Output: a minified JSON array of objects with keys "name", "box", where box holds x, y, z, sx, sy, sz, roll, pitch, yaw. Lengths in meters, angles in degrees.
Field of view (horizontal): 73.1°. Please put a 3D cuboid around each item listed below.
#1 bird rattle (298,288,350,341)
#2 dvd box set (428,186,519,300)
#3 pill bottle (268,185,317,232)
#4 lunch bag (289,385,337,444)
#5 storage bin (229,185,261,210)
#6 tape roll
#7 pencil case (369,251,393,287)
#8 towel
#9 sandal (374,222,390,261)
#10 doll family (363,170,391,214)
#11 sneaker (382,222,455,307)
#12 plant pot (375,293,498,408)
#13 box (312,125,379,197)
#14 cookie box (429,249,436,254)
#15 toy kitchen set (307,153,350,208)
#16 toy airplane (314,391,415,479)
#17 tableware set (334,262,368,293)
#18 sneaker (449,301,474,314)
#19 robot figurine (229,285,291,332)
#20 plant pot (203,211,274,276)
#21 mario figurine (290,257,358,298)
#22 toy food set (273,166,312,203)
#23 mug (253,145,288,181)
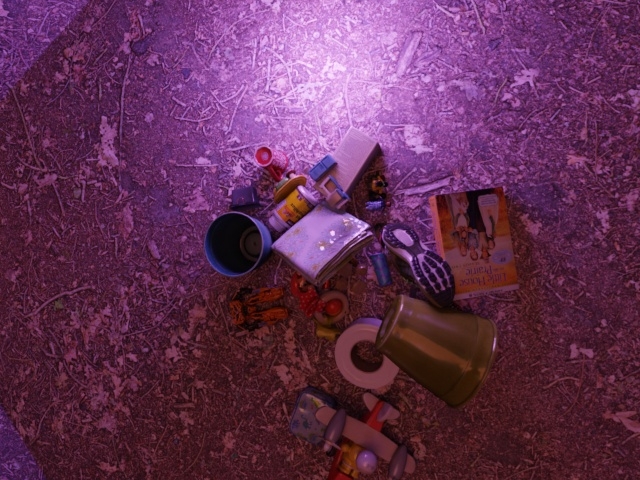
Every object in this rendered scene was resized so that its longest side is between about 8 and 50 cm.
[{"name":"bird rattle","box":[0.022,0.293,1.871,0.207,0.143,0.253,-30,115,-13]},{"name":"dvd box set","box":[0.611,0.010,1.720,0.307,0.062,0.420,-7,88,-11]},{"name":"pill bottle","box":[-0.127,-0.136,1.930,0.215,0.117,0.117,-42,81,11]},{"name":"lunch bag","box":[-0.037,0.778,1.931,0.176,0.090,0.219,20,95,12]},{"name":"storage bin","box":[-0.355,-0.198,2.004,0.135,0.098,0.091,-10,78,14]},{"name":"tape roll","box":[0.207,0.479,1.848,0.286,0.100,0.286,2,98,18]},{"name":"pencil case","box":[0.261,0.127,1.865,0.070,0.064,0.152,-20,86,51]},{"name":"towel","box":[0.000,0.000,1.773,0.320,0.090,0.374,-39,38,-14]},{"name":"sandal","box":[0.286,0.005,1.869,0.067,0.040,0.179,-22,85,14]},{"name":"doll family","box":[0.247,-0.206,1.865,0.111,0.076,0.193,-4,94,9]},{"name":"sneaker","box":[0.381,0.117,1.722,0.158,0.182,0.410,-17,52,-19]},{"name":"plant pot","box":[0.412,0.384,1.642,0.353,0.366,0.366,27,97,1]},{"name":"box","box":[0.115,-0.317,1.867,0.148,0.121,0.311,36,98,10]},{"name":"cookie box","box":[0.477,0.083,1.789,0.092,0.107,0.040,40,101,11]},{"name":"toy kitchen set","box":[0.042,-0.244,1.736,0.122,0.166,0.207,-41,81,12]},{"name":"toy airplane","box":[0.190,0.836,1.780,0.386,0.272,0.384,-10,99,-4]},{"name":"tableware set","box":[0.137,0.162,1.874,0.168,0.020,0.141,9,106,-23]},{"name":"sneaker","box":[0.553,0.282,1.795,0.170,0.063,0.075,8,87,11]},{"name":"robot figurine","box":[-0.293,0.309,1.992,0.291,0.085,0.211,-15,86,13]},{"name":"plant pot","box":[-0.332,0.018,1.911,0.271,0.255,0.272,0,89,14]},{"name":"mario figurine","box":[0.009,0.154,1.876,0.320,0.170,0.198,-38,84,10]},{"name":"toy food set","box":[-0.135,-0.258,1.936,0.218,0.128,0.071,-41,66,10]},{"name":"mug","box":[-0.211,-0.349,1.922,0.150,0.169,0.113,46,100,10]}]
